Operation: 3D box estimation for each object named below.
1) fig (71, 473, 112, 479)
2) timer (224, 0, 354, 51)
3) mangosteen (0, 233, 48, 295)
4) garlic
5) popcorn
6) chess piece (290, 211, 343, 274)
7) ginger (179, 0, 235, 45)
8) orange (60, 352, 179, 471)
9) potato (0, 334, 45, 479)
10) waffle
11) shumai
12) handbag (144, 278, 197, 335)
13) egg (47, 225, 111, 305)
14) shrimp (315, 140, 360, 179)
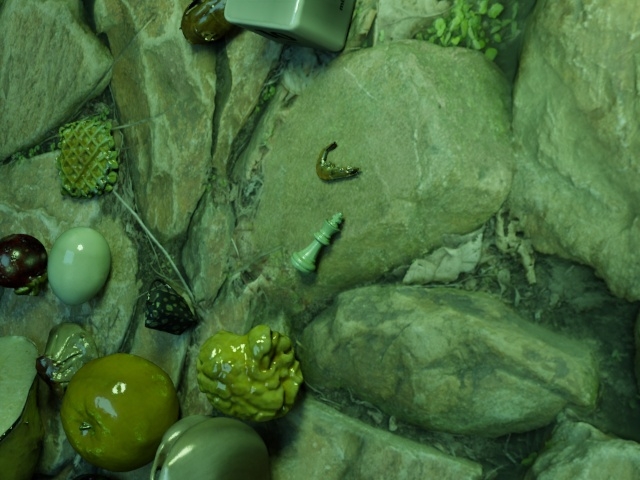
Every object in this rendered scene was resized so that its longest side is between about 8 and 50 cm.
[{"bbox_3d":[-0.567,0.700,1.984,0.149,0.149,0.245,10,105,32],"label":"fig"},{"bbox_3d":[-0.056,-0.517,1.667,0.192,0.195,0.194,17,98,32],"label":"timer"},{"bbox_3d":[-0.798,0.070,2.140,0.166,0.166,0.180,-22,106,30],"label":"mangosteen"},{"bbox_3d":[-0.259,0.475,1.668,0.231,0.340,0.246,13,96,38],"label":"garlic"},{"bbox_3d":[-0.145,0.270,1.690,0.226,0.200,0.203,46,117,23],"label":"popcorn"},{"bbox_3d":[0.000,0.000,1.694,0.059,0.059,0.149,45,107,25],"label":"chess piece"},{"bbox_3d":[-0.209,-0.547,1.823,0.309,0.107,0.133,-35,47,27],"label":"ginger"},{"bbox_3d":[-0.460,0.396,1.866,0.279,0.235,0.279,9,107,30],"label":"orange"},{"bbox_3d":[-0.862,0.498,2.132,0.289,0.296,0.397,-6,44,1],"label":"potato"},{"bbox_3d":[-0.611,-0.211,2.087,0.214,0.054,0.208,2,93,30],"label":"waffle"},{"bbox_3d":[-0.674,0.311,2.067,0.201,0.120,0.201,1,91,33],"label":"shumai"},{"bbox_3d":[-0.366,0.149,1.898,0.072,0.115,0.139,-43,50,23],"label":"handbag"},{"bbox_3d":[-0.607,0.066,2.018,0.151,0.151,0.209,27,110,30],"label":"egg"},{"bbox_3d":[0.037,-0.169,1.696,0.114,0.023,0.083,1,86,36],"label":"shrimp"}]
